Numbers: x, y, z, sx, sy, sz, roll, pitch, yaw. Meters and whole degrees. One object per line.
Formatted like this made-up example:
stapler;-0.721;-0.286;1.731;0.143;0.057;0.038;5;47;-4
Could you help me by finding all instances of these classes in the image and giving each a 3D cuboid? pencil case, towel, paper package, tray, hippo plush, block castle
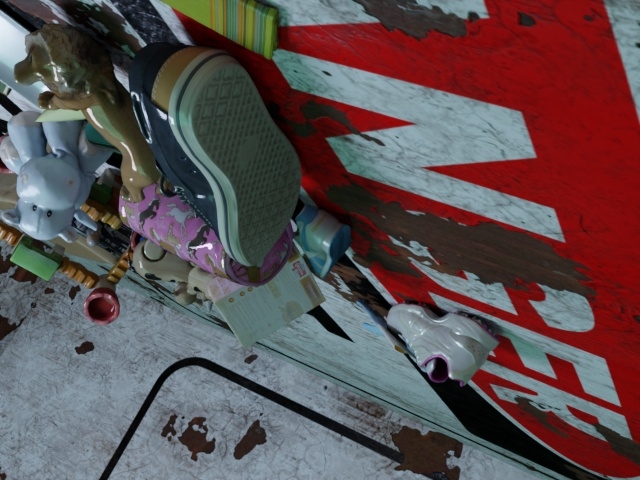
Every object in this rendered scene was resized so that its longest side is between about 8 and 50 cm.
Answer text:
pencil case;-0.219;-0.038;1.862;0.386;0.167;0.160;26;-177;43
towel;-0.156;-0.304;1.202;0.237;0.021;0.102;29;160;4
paper package;-0.691;-0.092;2.658;0.310;0.168;0.325;9;155;50
tray;-0.546;-0.341;1.714;0.145;0.030;0.270;-26;130;36
hippo plush;-0.566;-0.114;1.990;0.234;0.236;0.294;20;124;-4
block castle;-0.606;-0.032;2.295;0.453;0.303;0.213;33;-165;-18

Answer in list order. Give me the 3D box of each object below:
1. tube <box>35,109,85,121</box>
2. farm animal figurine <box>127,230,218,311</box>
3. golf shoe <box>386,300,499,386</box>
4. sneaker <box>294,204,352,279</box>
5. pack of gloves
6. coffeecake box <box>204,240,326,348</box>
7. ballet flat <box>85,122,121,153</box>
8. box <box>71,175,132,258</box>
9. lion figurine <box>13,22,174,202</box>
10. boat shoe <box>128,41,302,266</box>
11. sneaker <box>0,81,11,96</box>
tube;-0.459;-0.250;1.834;0.070;0.062;0.240;13;175;-31
farm animal figurine;-0.258;0.062;2.090;0.327;0.172;0.330;16;-173;11
golf shoe;0.220;0.207;2.004;0.115;0.140;0.306;35;166;-29
sneaker;0.000;0.000;1.842;0.092;0.087;0.228;35;161;11
pack of gloves;0.166;0.229;2.181;0.195;0.046;0.232;38;-173;-33
coffeecake box;-0.103;0.099;1.883;0.068;0.186;0.142;56;175;49
ballet flat;-0.368;-0.195;1.920;0.213;0.072;0.068;21;-169;33
box;-0.527;-0.053;2.513;0.180;0.147;0.077;33;165;-18
lion figurine;-0.340;-0.197;1.628;0.392;0.142;0.240;43;162;-27
boat shoe;-0.152;-0.126;1.500;0.156;0.186;0.500;28;162;25
sneaker;-0.602;-0.337;1.848;0.086;0.064;0.192;31;159;-14
